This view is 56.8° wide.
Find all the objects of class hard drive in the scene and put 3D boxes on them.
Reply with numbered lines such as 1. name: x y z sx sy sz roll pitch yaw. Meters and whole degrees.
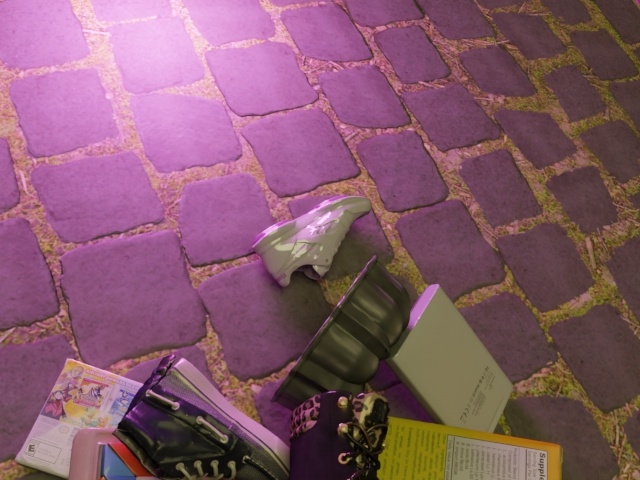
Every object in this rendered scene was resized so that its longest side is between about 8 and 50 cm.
1. hard drive: 0.269 0.270 1.204 0.307 0.040 0.203 51 55 -17

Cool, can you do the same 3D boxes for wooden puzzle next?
1. wooden puzzle: -0.281 0.415 0.956 0.238 0.044 0.221 10 52 -25

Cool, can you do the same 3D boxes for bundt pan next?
1. bundt pan: 0.053 0.193 1.086 0.124 0.331 0.331 36 57 7

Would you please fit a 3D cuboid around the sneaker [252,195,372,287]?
1. sneaker: 0.000 0.000 1.330 0.305 0.114 0.152 -27 86 -24

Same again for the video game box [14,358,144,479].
1. video game box: -0.388 0.329 1.038 0.205 0.048 0.187 21 59 -5

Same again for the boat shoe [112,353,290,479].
1. boat shoe: -0.182 0.358 0.976 0.340 0.127 0.158 40 46 3

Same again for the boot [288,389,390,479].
1. boot: 0.064 0.350 0.824 0.138 0.377 0.284 31 46 -28

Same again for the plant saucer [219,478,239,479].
1. plant saucer: -0.214 0.408 1.059 0.168 0.029 0.168 7 59 -12

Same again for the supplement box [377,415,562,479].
1. supplement box: 0.209 0.440 1.009 0.356 0.195 0.194 6 57 12
